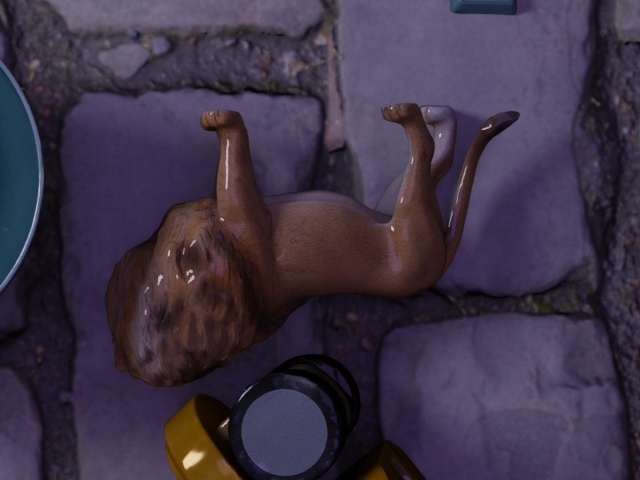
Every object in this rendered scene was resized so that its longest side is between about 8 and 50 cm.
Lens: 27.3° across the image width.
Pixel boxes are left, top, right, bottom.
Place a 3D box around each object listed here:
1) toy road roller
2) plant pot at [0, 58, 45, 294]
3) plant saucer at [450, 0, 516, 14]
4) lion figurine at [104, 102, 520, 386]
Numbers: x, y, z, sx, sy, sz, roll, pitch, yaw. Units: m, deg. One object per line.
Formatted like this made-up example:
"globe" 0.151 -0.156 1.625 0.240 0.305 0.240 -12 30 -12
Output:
"toy road roller" -0.012 0.269 1.144 0.240 0.202 0.329 -42 86 5
"plant pot" -0.372 -0.044 1.120 0.290 0.195 0.290 0 86 -6
"plant saucer" 0.160 -0.318 1.287 0.067 0.018 0.192 0 87 -6
"lion figurine" 0.000 0.000 1.189 0.392 0.142 0.240 -4 94 -11
